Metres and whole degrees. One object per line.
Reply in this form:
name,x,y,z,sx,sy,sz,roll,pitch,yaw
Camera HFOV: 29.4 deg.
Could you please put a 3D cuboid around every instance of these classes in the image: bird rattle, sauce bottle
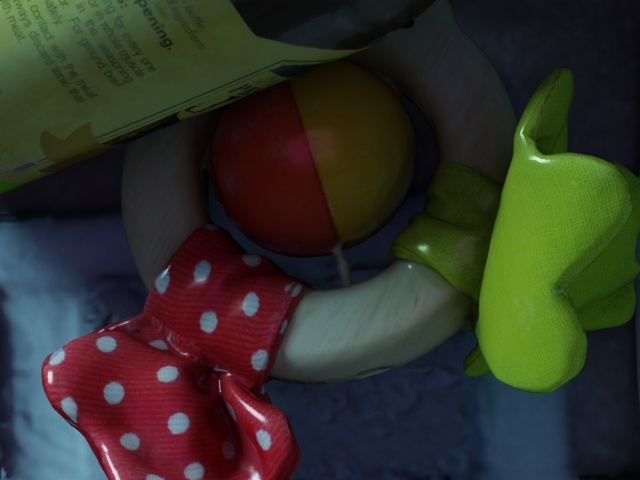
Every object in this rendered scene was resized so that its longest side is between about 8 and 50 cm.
bird rattle,0.000,0.000,0.490,0.253,0.143,0.207,-21,69,15
sauce bottle,-0.035,-0.104,0.426,0.344,0.111,0.111,-17,84,23

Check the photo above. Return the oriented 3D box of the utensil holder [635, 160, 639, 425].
utensil holder,0.315,0.006,0.354,0.385,0.327,0.328,3,84,3
